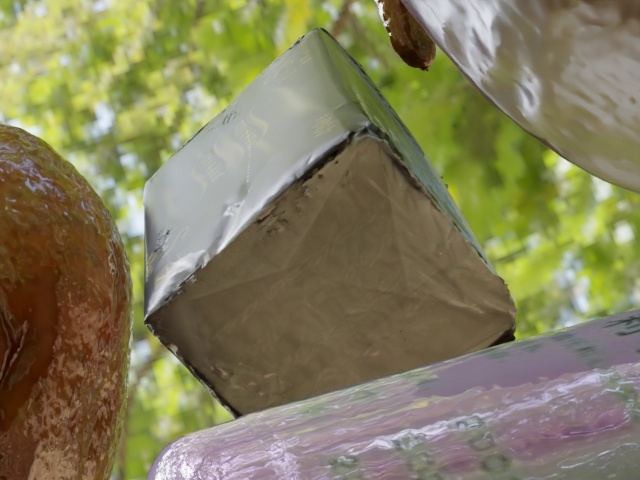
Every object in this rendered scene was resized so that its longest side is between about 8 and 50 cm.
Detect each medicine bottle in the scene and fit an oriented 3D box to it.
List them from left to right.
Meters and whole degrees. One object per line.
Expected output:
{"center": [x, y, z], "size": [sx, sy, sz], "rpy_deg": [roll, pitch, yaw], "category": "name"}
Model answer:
{"center": [0.087, 0.096, 0.548], "size": [0.254, 0.152, 0.152], "rpy_deg": [-15, -30, -15], "category": "medicine bottle"}

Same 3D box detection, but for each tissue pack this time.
{"center": [0.000, 0.000, 1.393], "size": [0.210, 0.370, 0.198], "rpy_deg": [-44, -75, 7], "category": "tissue pack"}

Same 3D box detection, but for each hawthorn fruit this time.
{"center": [-0.376, 0.117, 1.682], "size": [0.471, 0.472, 0.472], "rpy_deg": [-15, -30, -9], "category": "hawthorn fruit"}

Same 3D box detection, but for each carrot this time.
{"center": [0.043, -0.220, 1.405], "size": [0.061, 0.210, 0.061], "rpy_deg": [-19, -12, -4], "category": "carrot"}

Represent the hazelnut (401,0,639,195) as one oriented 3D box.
{"center": [0.206, -0.193, 0.823], "size": [0.420, 0.421, 0.353], "rpy_deg": [-3, -76, -27], "category": "hazelnut"}
